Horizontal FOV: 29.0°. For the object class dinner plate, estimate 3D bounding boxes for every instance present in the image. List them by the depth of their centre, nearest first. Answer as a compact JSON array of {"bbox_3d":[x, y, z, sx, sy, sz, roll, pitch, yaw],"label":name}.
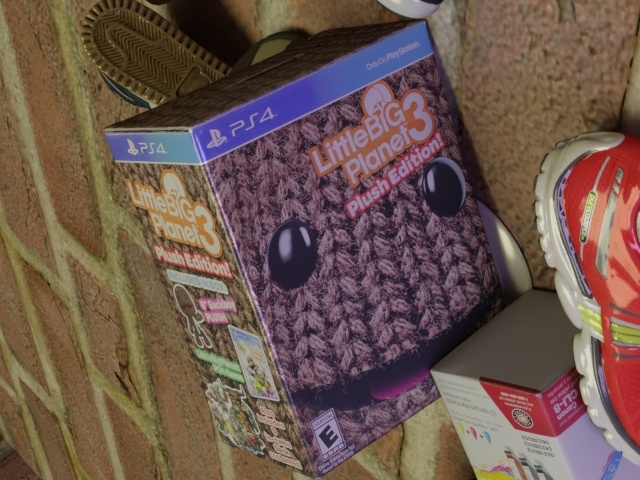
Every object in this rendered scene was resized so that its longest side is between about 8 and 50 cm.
[{"bbox_3d":[0.127,0.017,1.080,0.141,0.017,0.141,41,151,28],"label":"dinner plate"}]

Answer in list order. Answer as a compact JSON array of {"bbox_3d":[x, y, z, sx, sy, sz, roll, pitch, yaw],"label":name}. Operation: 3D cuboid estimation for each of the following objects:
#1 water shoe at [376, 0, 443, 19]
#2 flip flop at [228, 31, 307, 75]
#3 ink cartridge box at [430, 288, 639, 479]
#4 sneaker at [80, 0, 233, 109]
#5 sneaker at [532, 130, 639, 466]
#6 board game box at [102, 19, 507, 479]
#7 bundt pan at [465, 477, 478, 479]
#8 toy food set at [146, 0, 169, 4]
[{"bbox_3d":[0.035,-0.255,0.892,0.203,0.073,0.080,51,126,10],"label":"water shoe"},{"bbox_3d":[-0.031,-0.049,1.128,0.112,0.080,0.277,-4,92,42],"label":"flip flop"},{"bbox_3d":[0.198,0.150,0.986,0.128,0.127,0.176,5,126,55],"label":"ink cartridge box"},{"bbox_3d":[-0.115,-0.131,1.227,0.282,0.099,0.153,41,177,-11],"label":"sneaker"},{"bbox_3d":[0.238,0.054,0.850,0.118,0.107,0.279,-2,121,49],"label":"sneaker"},{"bbox_3d":[0.000,0.000,1.000,0.141,0.232,0.291,7,121,54],"label":"board game box"},{"bbox_3d":[0.190,0.373,1.184,0.331,0.124,0.331,162,90,-77],"label":"bundt pan"},{"bbox_3d":[-0.204,-0.331,1.136,0.104,0.111,0.232,46,155,44],"label":"toy food set"}]
